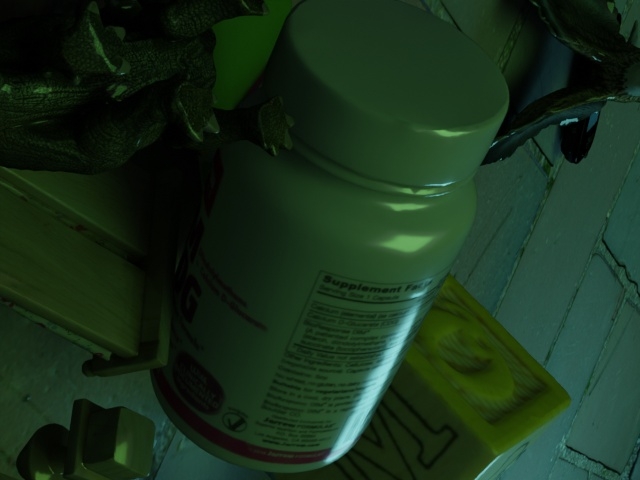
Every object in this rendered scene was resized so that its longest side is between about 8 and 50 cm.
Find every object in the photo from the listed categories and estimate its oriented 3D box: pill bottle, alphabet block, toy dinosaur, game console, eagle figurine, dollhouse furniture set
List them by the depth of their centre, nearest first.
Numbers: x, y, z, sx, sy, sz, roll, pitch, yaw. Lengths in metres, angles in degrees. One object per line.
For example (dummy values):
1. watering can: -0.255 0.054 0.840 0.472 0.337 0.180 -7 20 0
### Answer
1. toy dinosaur: -0.120 -0.075 0.601 0.313 0.160 0.121 -33 109 -53
2. dollhouse furniture set: -0.242 0.002 0.664 0.303 0.174 0.355 39 45 -49
3. pill bottle: 0.000 0.000 0.747 0.160 0.160 0.283 -33 154 -48
4. alphabet block: 0.079 0.166 1.123 0.197 0.193 0.192 -53 162 28
5. eagle figurine: 0.323 -0.195 1.398 0.225 0.298 0.226 125 -33 -62
6. game console: 0.386 -0.281 1.580 0.213 0.044 0.361 -27 133 -51

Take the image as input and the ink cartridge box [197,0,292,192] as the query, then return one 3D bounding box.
1. ink cartridge box: -0.013 -0.107 0.894 0.188 0.097 0.255 -59 155 -45
